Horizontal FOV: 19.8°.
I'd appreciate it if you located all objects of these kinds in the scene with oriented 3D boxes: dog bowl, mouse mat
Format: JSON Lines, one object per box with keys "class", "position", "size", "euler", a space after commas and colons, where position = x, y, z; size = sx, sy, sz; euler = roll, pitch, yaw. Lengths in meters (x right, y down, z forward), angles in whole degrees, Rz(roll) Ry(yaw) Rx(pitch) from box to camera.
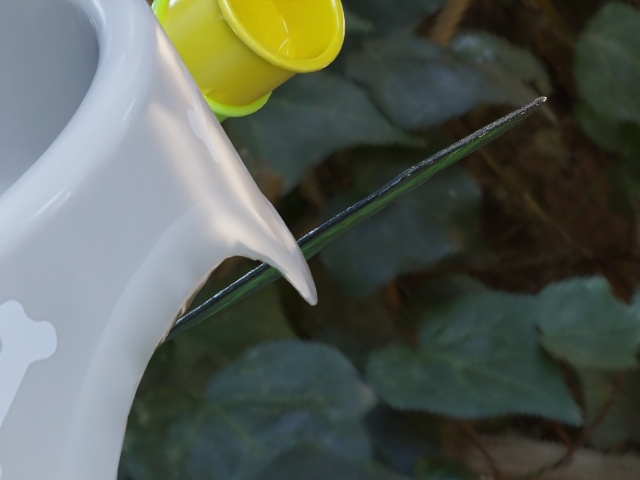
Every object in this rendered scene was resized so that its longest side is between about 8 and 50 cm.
{"class": "dog bowl", "position": [-0.180, 0.022, 0.532], "size": [0.349, 0.102, 0.349], "euler": [-14, 29, 8]}
{"class": "mouse mat", "position": [0.000, 0.000, 0.781], "size": [0.190, 0.007, 0.152], "euler": [-35, -3, 34]}

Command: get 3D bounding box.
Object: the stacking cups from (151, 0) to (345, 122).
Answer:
{"class": "stacking cups", "position": [-0.117, -0.072, 1.130], "size": [0.316, 0.096, 0.096], "euler": [-35, 25, 42]}
